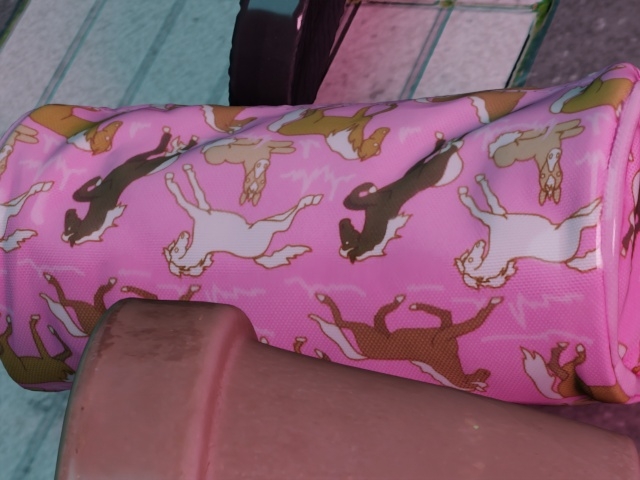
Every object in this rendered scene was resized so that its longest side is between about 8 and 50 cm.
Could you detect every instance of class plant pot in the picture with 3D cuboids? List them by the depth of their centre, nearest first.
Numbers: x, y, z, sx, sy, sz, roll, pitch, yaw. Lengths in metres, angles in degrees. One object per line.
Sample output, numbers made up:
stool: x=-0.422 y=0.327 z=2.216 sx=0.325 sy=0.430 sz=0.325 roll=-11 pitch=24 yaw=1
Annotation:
plant pot: x=0.022 y=0.153 z=0.820 sx=0.229 sy=0.263 sz=0.263 roll=-1 pitch=53 yaw=6

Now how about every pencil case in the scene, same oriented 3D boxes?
pencil case: x=0.000 y=0.000 z=0.992 sx=0.386 sy=0.160 sz=0.167 roll=-2 pitch=21 yaw=28

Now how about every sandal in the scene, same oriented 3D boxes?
sandal: x=0.055 y=-0.253 z=1.188 sx=0.107 sy=0.167 sz=0.445 roll=14 pitch=68 yaw=7
